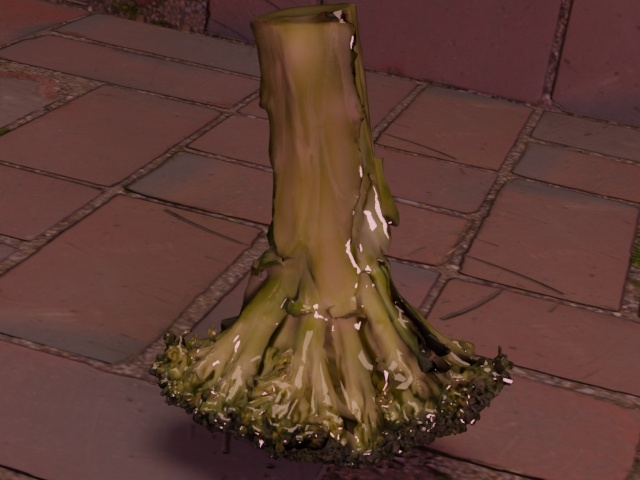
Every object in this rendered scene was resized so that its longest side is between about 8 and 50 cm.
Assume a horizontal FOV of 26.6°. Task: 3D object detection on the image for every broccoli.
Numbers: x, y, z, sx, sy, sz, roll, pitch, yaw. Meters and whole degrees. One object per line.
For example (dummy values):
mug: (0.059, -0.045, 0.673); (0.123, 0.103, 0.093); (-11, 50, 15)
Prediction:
broccoli: (-0.015, 0.003, 1.059); (0.252, 0.361, 0.221); (-25, -9, 39)
